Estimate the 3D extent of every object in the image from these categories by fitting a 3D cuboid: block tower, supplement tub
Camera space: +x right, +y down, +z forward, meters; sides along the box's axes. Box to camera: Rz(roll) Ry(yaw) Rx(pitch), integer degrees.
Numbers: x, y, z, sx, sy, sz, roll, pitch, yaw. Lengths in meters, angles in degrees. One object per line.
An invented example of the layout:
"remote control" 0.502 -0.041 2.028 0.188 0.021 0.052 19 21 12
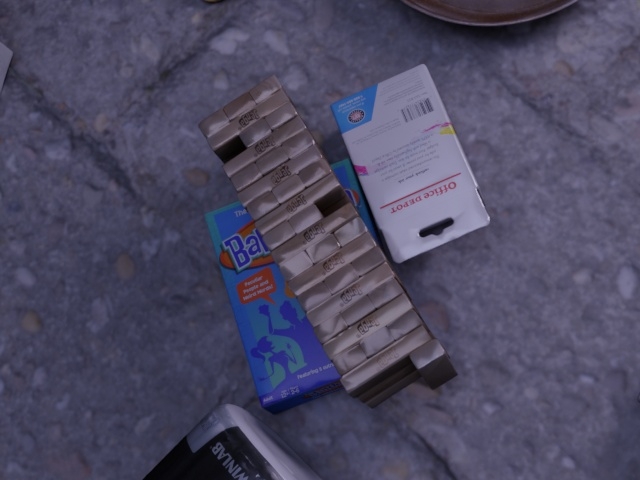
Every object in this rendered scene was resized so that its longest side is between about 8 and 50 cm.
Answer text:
"block tower" 0.000 0.000 1.231 0.097 0.091 0.335 -33 68 3
"supplement tub" -0.127 0.316 1.169 0.316 0.193 0.193 -45 69 -1

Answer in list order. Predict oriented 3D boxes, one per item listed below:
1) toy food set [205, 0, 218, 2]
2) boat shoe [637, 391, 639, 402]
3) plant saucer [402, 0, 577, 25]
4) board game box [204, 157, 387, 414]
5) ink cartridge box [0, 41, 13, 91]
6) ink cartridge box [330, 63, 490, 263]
"toy food set" -0.101 -0.302 1.434 0.082 0.020 0.083 -13 71 11
"boat shoe" 0.394 0.183 1.123 0.267 0.096 0.088 36 90 22
"plant saucer" 0.187 -0.355 1.358 0.310 0.050 0.311 -4 73 14
"board game box" -0.009 0.044 1.294 0.160 0.047 0.210 -22 69 8
"ink cartridge box" -0.410 -0.133 1.419 0.062 0.109 0.209 10 77 18
"ink cartridge box" 0.092 -0.068 1.292 0.104 0.061 0.181 -23 69 8
